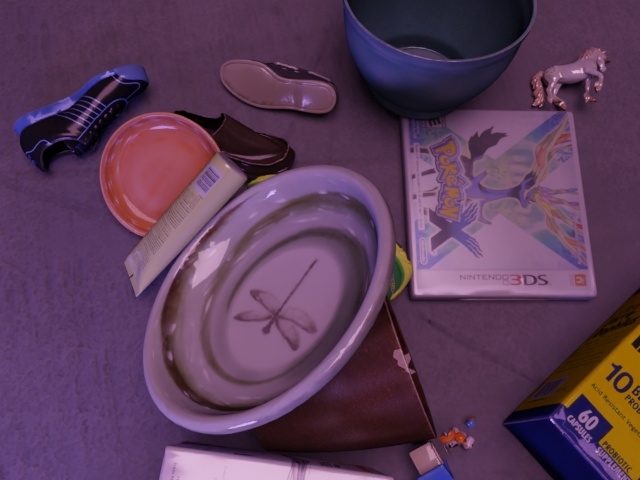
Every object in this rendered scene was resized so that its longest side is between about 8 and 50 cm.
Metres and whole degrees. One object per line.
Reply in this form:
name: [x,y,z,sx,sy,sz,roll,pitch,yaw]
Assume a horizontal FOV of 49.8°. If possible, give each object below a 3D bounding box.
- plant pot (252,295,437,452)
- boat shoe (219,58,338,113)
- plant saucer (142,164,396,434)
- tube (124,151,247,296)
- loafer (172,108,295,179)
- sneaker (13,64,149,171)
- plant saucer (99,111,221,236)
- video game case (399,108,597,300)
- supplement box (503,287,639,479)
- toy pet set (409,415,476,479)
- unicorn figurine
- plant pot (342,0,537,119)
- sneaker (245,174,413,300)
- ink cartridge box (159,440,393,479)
plant pot: [0.018,0.208,0.967,0.230,0.215,0.215,-21,75,6]
boat shoe: [-0.068,-0.266,1.177,0.206,0.075,0.065,15,29,6]
plant saucer: [-0.059,0.081,0.927,0.400,0.100,0.400,-23,44,24]
tube: [-0.210,-0.027,1.038,0.062,0.070,0.240,43,97,-1]
loafer: [-0.148,-0.158,1.107,0.220,0.078,0.080,10,55,0]
sneaker: [-0.372,-0.196,1.117,0.232,0.081,0.090,-30,80,-5]
plant saucer: [-0.243,-0.100,1.078,0.200,0.037,0.200,1,101,3]
video game case: [0.288,-0.064,1.139,0.300,0.036,0.329,0,73,-4]
supplement box: [0.476,0.212,0.984,0.356,0.195,0.194,-39,79,-14]
toy pet set: [0.187,0.306,0.979,0.114,0.122,0.065,-31,73,6]
unicorn figurine: [0.449,-0.286,1.204,0.162,0.060,0.111,-4,62,1]
plant pot: [0.172,-0.323,1.111,0.293,0.196,0.293,2,59,-3]
sneaker: [0.000,0.000,1.062,0.295,0.109,0.123,33,73,7]
ink cartridge box: [-0.060,0.342,0.902,0.283,0.207,0.117,8,75,-2]
